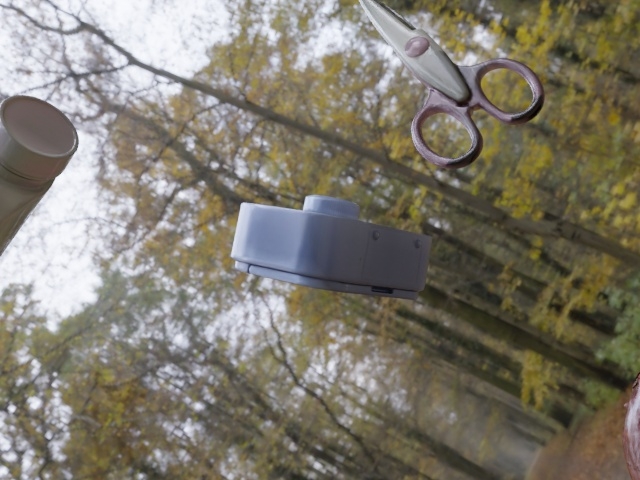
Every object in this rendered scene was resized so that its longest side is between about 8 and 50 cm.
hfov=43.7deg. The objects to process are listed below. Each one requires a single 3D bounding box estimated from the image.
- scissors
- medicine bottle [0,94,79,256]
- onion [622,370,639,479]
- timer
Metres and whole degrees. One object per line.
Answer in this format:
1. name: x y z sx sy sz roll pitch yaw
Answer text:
1. scissors: 0.070 -0.119 0.530 0.085 0.176 0.022 -37 -36 4
2. medicine bottle: -0.438 -0.056 1.065 0.296 0.111 0.161 -41 23 32
3. onion: 0.310 0.162 0.633 0.184 0.184 0.147 -57 9 -20
4. timer: 0.000 0.000 1.580 0.395 0.395 0.173 7 -87 -70
